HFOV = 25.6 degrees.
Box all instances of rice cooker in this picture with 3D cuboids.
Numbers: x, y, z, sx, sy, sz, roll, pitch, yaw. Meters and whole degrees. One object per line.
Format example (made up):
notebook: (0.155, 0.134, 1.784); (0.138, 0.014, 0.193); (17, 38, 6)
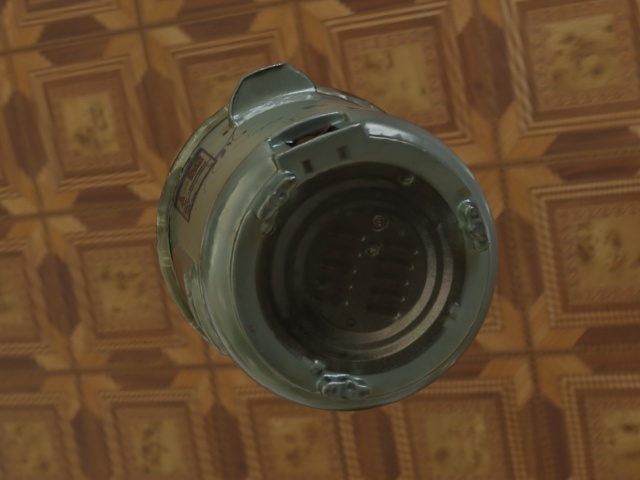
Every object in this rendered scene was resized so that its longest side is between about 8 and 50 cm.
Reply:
rice cooker: (0.000, 0.000, 1.200); (0.264, 0.316, 0.316); (-25, 91, -8)

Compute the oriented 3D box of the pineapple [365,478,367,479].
pineapple: (0.081, 0.426, 1.399); (0.165, 0.165, 0.364); (-15, 113, 30)
